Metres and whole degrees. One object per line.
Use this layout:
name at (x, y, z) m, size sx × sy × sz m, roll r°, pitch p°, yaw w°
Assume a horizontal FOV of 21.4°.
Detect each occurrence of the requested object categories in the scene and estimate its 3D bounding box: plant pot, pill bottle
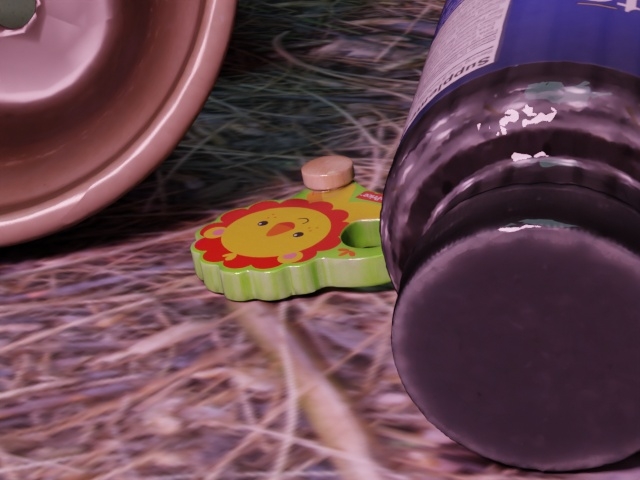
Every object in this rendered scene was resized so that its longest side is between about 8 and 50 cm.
plant pot at (-0.165, -0.129, 0.838) m, size 0.263 × 0.263 × 0.229 m, roll -5°, pitch 2°, yaw 0°
pill bottle at (0.088, -0.025, 0.594) m, size 0.123 × 0.122 × 0.219 m, roll 0°, pitch 33°, yaw 13°

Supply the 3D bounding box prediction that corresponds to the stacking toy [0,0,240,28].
stacking toy at (-0.167, -0.272, 1.229) m, size 0.351 × 0.350 × 0.480 m, roll -4°, pitch 2°, yaw 3°

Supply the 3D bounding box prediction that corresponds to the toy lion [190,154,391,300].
toy lion at (0.000, 0.000, 0.712) m, size 0.100 × 0.034 × 0.096 m, roll 13°, pitch 33°, yaw 39°
